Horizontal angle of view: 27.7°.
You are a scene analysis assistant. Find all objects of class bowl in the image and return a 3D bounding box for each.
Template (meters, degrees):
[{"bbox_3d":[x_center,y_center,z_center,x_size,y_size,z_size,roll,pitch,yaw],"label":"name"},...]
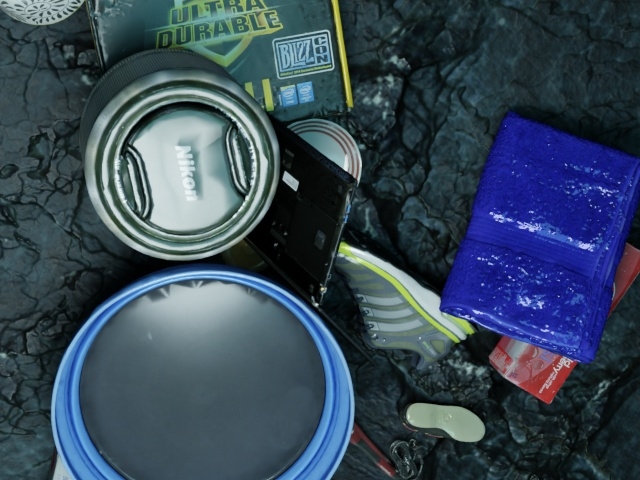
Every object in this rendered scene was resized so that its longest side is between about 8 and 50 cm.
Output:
[{"bbox_3d":[-0.153,0.211,1.700,0.391,0.077,0.391,-2,108,-6],"label":"bowl"},{"bbox_3d":[-0.365,-0.347,1.574,0.170,0.080,0.170,3,100,18],"label":"bowl"}]

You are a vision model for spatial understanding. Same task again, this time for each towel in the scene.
[{"bbox_3d":[0.315,-0.008,1.792,0.227,0.076,0.308,19,78,0],"label":"towel"}]

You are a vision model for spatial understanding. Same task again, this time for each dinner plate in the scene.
[{"bbox_3d":[-0.013,-0.100,1.797,0.141,0.017,0.141,-3,105,-11],"label":"dinner plate"}]

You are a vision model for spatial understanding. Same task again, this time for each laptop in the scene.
[{"bbox_3d":[0.000,0.000,1.679,0.136,0.234,0.264,1,114,-35],"label":"laptop"}]

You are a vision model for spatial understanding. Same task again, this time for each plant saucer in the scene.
[{"bbox_3d":[-0.099,0.010,1.808,0.083,0.015,0.084,-4,106,-12],"label":"plant saucer"}]

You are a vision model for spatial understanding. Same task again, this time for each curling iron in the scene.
[{"bbox_3d":[0.051,0.265,1.903,0.274,0.035,0.068,40,89,-20],"label":"curling iron"}]

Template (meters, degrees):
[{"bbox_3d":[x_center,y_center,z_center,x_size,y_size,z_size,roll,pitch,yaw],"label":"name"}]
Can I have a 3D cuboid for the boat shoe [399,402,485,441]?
[{"bbox_3d":[0.182,0.269,1.933,0.133,0.042,0.049,15,76,-17],"label":"boat shoe"}]

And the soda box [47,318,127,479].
[{"bbox_3d":[-0.309,0.260,1.788,0.098,0.091,0.286,11,102,-14],"label":"soda box"}]

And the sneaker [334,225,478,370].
[{"bbox_3d":[0.082,0.083,1.824,0.300,0.111,0.121,35,98,-18],"label":"sneaker"}]

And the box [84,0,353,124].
[{"bbox_3d":[-0.135,-0.267,1.692,0.321,0.079,0.257,-12,109,-10],"label":"box"}]

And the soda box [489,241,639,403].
[{"bbox_3d":[0.361,0.101,1.904,0.092,0.083,0.263,31,97,-18],"label":"soda box"}]

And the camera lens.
[{"bbox_3d":[-0.173,-0.110,1.541,0.219,0.274,0.220,-3,106,-12],"label":"camera lens"}]
